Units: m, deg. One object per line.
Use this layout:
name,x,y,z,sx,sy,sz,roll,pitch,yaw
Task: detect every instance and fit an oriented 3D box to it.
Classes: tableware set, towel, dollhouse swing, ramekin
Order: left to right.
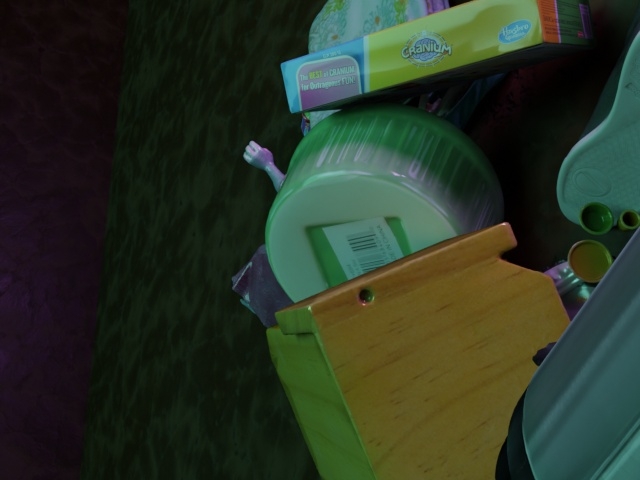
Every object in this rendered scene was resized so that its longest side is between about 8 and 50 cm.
towel,0.085,-0.351,1.273,0.320,0.090,0.374,-38,42,44
ramekin,0.076,-0.010,0.960,0.303,0.303,0.148,-49,8,39
dollhouse swing,0.122,0.195,0.883,0.305,0.315,0.346,145,102,-87
tableware set,0.312,0.036,0.773,0.024,0.104,0.154,86,-166,-73

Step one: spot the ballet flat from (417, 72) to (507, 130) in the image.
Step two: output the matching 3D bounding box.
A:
ballet flat,0.207,-0.237,1.063,0.247,0.087,0.083,-58,35,29

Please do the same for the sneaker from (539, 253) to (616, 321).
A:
sneaker,0.244,0.119,0.871,0.271,0.100,0.108,-43,50,43

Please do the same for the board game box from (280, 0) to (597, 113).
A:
board game box,0.148,-0.227,0.909,0.317,0.242,0.064,-9,96,33

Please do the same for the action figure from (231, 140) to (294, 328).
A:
action figure,0.000,0.000,1.164,0.370,0.248,0.275,-64,34,27

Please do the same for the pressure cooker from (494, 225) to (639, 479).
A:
pressure cooker,0.318,0.140,0.461,0.375,0.370,0.420,39,119,25

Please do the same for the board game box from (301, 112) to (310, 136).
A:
board game box,-0.010,-0.285,1.486,0.133,0.033,0.168,6,84,59

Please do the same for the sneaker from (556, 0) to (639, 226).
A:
sneaker,0.346,-0.141,0.791,0.147,0.105,0.295,-54,-19,-35
